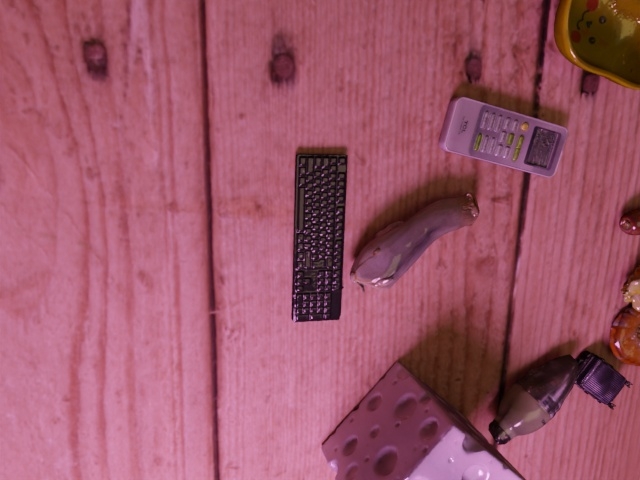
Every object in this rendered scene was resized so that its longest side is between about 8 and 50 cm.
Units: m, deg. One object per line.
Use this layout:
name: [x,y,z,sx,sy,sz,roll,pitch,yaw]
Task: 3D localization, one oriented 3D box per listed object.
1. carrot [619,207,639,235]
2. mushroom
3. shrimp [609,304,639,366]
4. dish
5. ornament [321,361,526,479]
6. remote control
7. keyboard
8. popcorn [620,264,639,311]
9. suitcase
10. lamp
carrot: [0.739,-0.050,1.120,0.248,0.059,0.059,-8,106,-17]
mushroom: [0.172,-0.001,0.957,0.278,0.099,0.096,-37,116,-7]
shrimp: [0.766,0.221,1.194,0.249,0.068,0.150,14,95,-13]
dish: [0.522,-0.387,0.944,0.262,0.108,0.221,24,97,-18]
ornament: [0.190,0.428,0.994,0.240,0.240,0.239,41,89,-20]
remote control: [0.344,-0.191,0.985,0.250,0.034,0.103,12,101,-18]
keyboard: [0.000,0.000,0.948,0.101,0.018,0.309,-1,104,-14]
popcorn: [0.733,0.103,1.115,0.162,0.135,0.141,32,100,-19]
suitcase: [0.620,0.309,1.176,0.126,0.059,0.086,35,91,-20]
lamp: [0.455,0.336,1.117,0.250,0.101,0.101,-40,111,-5]
